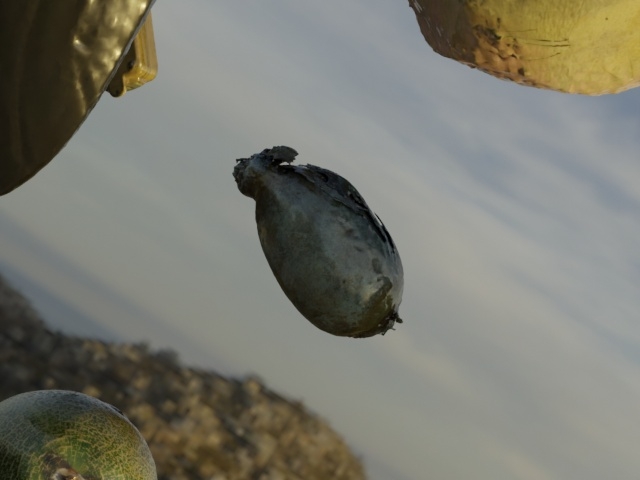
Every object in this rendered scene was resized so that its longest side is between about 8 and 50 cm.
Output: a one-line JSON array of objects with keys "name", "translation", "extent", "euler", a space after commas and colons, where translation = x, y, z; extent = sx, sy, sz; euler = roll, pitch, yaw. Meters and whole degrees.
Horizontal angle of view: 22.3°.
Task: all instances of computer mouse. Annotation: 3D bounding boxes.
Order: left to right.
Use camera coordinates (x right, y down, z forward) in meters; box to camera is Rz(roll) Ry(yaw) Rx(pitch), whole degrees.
[{"name": "computer mouse", "translation": [-0.128, -0.139, 0.713], "extent": [0.088, 0.264, 0.147], "euler": [27, 11, -46]}]

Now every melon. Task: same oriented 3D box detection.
[{"name": "melon", "translation": [-0.132, 0.122, 0.780], "extent": [0.099, 0.099, 0.162], "euler": [34, -20, -11]}]

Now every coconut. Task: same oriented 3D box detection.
[{"name": "coconut", "translation": [0.248, -0.325, 1.570], "extent": [0.404, 0.405, 0.404], "euler": [32, -6, 4]}]

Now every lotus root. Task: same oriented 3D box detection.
[{"name": "lotus root", "translation": [0.001, -0.001, 1.151], "extent": [0.165, 0.088, 0.088], "euler": [56, -4, 6]}]

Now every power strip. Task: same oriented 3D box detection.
[{"name": "power strip", "translation": [-0.208, -0.286, 1.614], "extent": [0.064, 0.305, 0.044], "euler": [-13, -11, 26]}]
